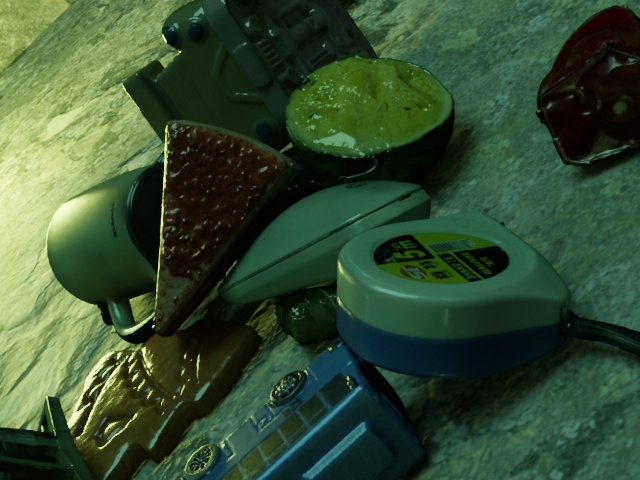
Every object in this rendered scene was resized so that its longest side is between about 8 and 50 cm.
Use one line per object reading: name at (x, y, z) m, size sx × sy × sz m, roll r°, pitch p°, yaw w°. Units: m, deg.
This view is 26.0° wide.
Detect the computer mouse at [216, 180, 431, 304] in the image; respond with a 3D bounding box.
computer mouse at (-0.002, -0.006, 1.583) m, size 0.288 × 0.097 × 0.159 m, roll -16°, pitch 9°, yaw 43°

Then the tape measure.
tape measure at (0.148, 0.075, 1.257) m, size 0.215 × 0.098 × 0.351 m, roll -8°, pitch 21°, yaw -19°

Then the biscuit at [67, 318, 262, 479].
biscuit at (-0.203, 0.183, 1.670) m, size 0.306 × 0.043 × 0.284 m, roll -33°, pitch 27°, yaw 14°

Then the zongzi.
zongzi at (0.015, 0.071, 1.577) m, size 0.130 × 0.062 × 0.154 m, roll -22°, pitch 8°, yaw -9°

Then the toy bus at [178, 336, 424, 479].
toy bus at (-0.020, 0.216, 1.300) m, size 0.234 × 0.116 × 0.133 m, roll -42°, pitch 24°, yaw -1°

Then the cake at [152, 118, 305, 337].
cake at (-0.161, -0.029, 1.639) m, size 0.262 × 0.159 × 0.158 m, roll -52°, pitch -2°, yaw 1°

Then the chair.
chair at (-0.356, 0.275, 1.564) m, size 0.270 × 0.147 × 0.136 m, roll 40°, pitch 115°, yaw 62°

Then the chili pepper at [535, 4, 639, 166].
chili pepper at (0.309, -0.183, 1.524) m, size 0.253 × 0.136 × 0.144 m, roll -72°, pitch -6°, yaw -63°

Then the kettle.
kettle at (-0.237, 0.016, 1.835) m, size 0.255 × 0.165 × 0.240 m, roll -17°, pitch 73°, yaw 53°

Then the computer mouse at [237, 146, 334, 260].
computer mouse at (-0.050, -0.064, 1.818) m, size 0.264 × 0.088 × 0.147 m, roll -43°, pitch 24°, yaw 1°

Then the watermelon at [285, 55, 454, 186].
watermelon at (0.064, -0.126, 1.694) m, size 0.204 × 0.127 × 0.232 m, roll -13°, pitch 41°, yaw -7°

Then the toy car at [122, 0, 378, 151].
toy car at (-0.087, -0.247, 1.907) m, size 0.226 × 0.242 × 0.336 m, roll -31°, pitch 10°, yaw 26°
